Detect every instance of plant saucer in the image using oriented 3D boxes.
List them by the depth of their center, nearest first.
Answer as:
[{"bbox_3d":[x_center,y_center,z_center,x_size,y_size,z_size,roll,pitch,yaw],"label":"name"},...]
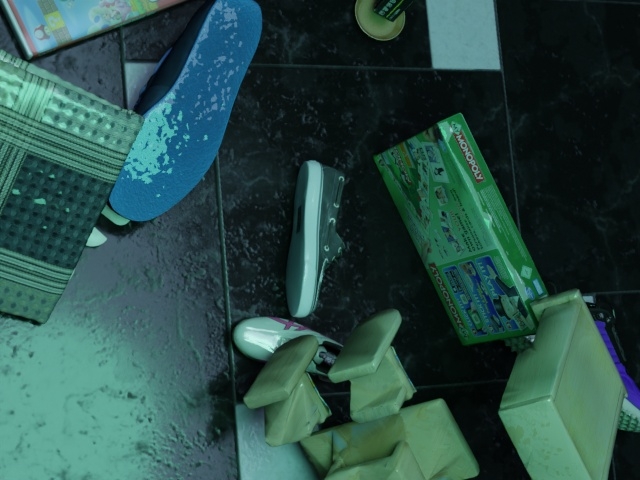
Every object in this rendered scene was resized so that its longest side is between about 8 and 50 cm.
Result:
[{"bbox_3d":[0.088,-0.342,1.890,0.083,0.015,0.083,4,79,-22],"label":"plant saucer"}]

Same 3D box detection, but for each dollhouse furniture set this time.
[{"bbox_3d":[0.173,0.244,1.638,0.362,0.394,0.256,62,30,-16],"label":"dollhouse furniture set"}]

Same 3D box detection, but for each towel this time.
[{"bbox_3d":[-0.425,-0.081,1.546,0.324,0.056,0.312,23,99,-28],"label":"towel"}]

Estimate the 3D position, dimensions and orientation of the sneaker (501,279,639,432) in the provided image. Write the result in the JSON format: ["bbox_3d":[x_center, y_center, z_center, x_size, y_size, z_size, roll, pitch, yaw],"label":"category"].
[{"bbox_3d":[0.422,0.169,1.895,0.293,0.102,0.146,39,69,-12],"label":"sneaker"}]

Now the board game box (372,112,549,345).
[{"bbox_3d":[0.201,-0.008,1.774,0.046,0.213,0.317,-27,92,-23],"label":"board game box"}]

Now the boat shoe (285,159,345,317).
[{"bbox_3d":[0.000,0.000,1.769,0.076,0.080,0.229,10,70,-19],"label":"boat shoe"}]

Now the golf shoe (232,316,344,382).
[{"bbox_3d":[-0.029,0.146,1.724,0.186,0.086,0.068,17,76,-17],"label":"golf shoe"}]

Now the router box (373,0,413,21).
[{"bbox_3d":[0.128,-0.400,1.860,0.038,0.092,0.122,27,58,-17],"label":"router box"}]

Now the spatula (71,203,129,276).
[{"bbox_3d":[-0.374,-0.078,1.659,0.242,0.019,0.168,45,74,-9],"label":"spatula"}]

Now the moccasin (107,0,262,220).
[{"bbox_3d":[-0.183,-0.177,1.695,0.137,0.117,0.342,36,82,-24],"label":"moccasin"}]

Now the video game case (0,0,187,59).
[{"bbox_3d":[-0.319,-0.391,1.728,0.285,0.025,0.204,-26,92,-23],"label":"video game case"}]
